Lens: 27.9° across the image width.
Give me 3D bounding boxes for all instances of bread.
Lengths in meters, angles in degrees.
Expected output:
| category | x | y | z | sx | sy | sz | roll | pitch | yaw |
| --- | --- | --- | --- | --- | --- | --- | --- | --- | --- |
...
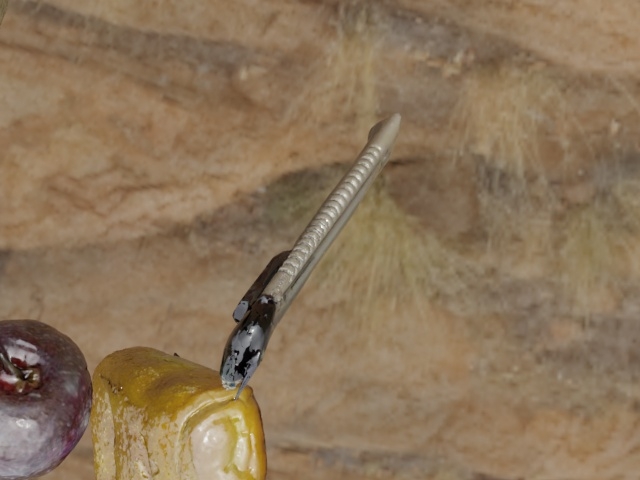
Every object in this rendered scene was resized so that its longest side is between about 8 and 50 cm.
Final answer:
| category | x | y | z | sx | sy | sz | roll | pitch | yaw |
| --- | --- | --- | --- | --- | --- | --- | --- | --- | --- |
| bread | -0.217 | 0.334 | 1.832 | 0.148 | 0.327 | 0.337 | -8 | -165 | -36 |

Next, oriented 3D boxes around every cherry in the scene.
| category | x | y | z | sx | sy | sz | roll | pitch | yaw |
| --- | --- | --- | --- | --- | --- | --- | --- | --- | --- |
| cherry | -0.361 | 0.190 | 1.506 | 0.195 | 0.195 | 0.195 | 8 | 142 | 6 |

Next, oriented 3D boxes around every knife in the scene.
| category | x | y | z | sx | sy | sz | roll | pitch | yaw |
| --- | --- | --- | --- | --- | --- | --- | --- | --- | --- |
| knife | -0.005 | -0.003 | 1.174 | 0.043 | 0.365 | 0.089 | 33 | 138 | 1 |

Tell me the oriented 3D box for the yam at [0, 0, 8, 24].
| category | x | y | z | sx | sy | sz | roll | pitch | yaw |
| --- | --- | --- | --- | --- | --- | --- | --- | --- | --- |
| yam | -0.382 | -0.203 | 1.180 | 0.168 | 0.304 | 0.168 | -1 | 122 | -2 |
